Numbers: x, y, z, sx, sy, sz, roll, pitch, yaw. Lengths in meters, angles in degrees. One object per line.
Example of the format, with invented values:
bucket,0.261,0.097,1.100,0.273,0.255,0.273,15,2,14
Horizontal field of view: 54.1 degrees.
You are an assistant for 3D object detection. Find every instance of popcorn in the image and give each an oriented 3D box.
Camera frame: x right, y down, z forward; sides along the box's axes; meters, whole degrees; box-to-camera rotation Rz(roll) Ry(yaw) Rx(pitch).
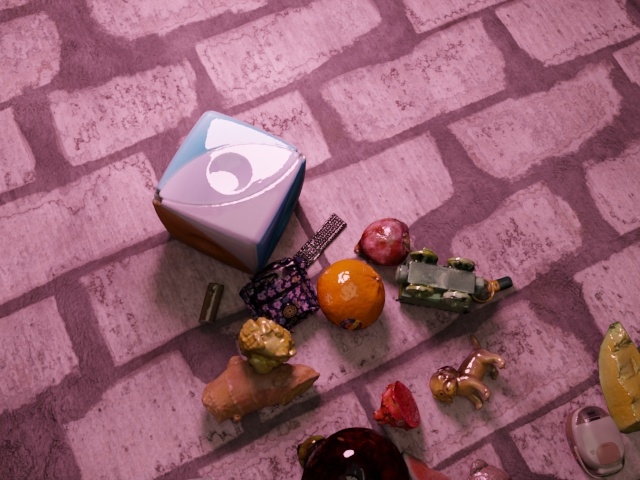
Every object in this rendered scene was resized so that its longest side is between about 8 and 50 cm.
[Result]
popcorn,-0.150,0.294,1.789,0.173,0.174,0.142,38,47,8

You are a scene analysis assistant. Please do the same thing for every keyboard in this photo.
keyboard,0.000,0.000,2.046,0.061,0.013,0.204,40,74,9

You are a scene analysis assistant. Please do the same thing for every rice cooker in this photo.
rice cooker,0.814,0.596,1.866,0.145,0.127,0.207,-13,77,-7

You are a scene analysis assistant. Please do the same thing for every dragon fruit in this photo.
dragon fruit,0.216,0.502,1.867,0.110,0.153,0.153,-28,74,22

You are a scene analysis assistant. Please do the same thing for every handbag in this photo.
handbag,-0.118,0.167,1.894,0.228,0.127,0.208,-27,117,-10

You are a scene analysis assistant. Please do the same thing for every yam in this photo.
yam,-0.337,0.193,1.939,0.054,0.054,0.133,13,73,0

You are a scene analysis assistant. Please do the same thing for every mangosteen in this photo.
mangosteen,0.078,0.659,1.729,0.305,0.359,0.306,-3,96,-28

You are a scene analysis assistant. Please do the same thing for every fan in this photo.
fan,0.550,0.154,2.028,0.154,0.039,0.082,-15,74,-11

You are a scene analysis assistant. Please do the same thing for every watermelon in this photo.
watermelon,0.298,0.695,1.782,0.202,0.207,0.136,-26,103,-28

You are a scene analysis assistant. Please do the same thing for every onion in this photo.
onion,0.190,0.010,1.999,0.194,0.159,0.160,-8,70,27

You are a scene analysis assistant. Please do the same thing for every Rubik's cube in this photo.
Rubik's cube,-0.263,-0.135,1.892,0.352,0.347,0.352,27,72,4

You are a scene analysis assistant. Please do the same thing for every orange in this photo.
orange,0.094,0.163,1.903,0.219,0.193,0.219,19,41,-17

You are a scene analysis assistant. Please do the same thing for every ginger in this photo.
ginger,-0.173,0.428,1.845,0.353,0.126,0.190,-4,63,-9

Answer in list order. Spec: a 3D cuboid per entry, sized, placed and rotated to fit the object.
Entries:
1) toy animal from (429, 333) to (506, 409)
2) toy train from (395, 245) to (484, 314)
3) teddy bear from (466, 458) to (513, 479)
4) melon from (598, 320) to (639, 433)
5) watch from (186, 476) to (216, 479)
toy animal,0.450,0.417,1.902,0.168,0.121,0.233,41,71,20
toy train,0.363,0.130,1.945,0.271,0.188,0.159,10,72,1
teddy bear,0.461,0.772,1.770,0.236,0.151,0.267,42,76,-13
melon,0.959,0.416,1.936,0.196,0.124,0.324,-10,68,-9
watch,-0.295,0.778,1.712,0.241,0.162,0.254,-5,73,-14
